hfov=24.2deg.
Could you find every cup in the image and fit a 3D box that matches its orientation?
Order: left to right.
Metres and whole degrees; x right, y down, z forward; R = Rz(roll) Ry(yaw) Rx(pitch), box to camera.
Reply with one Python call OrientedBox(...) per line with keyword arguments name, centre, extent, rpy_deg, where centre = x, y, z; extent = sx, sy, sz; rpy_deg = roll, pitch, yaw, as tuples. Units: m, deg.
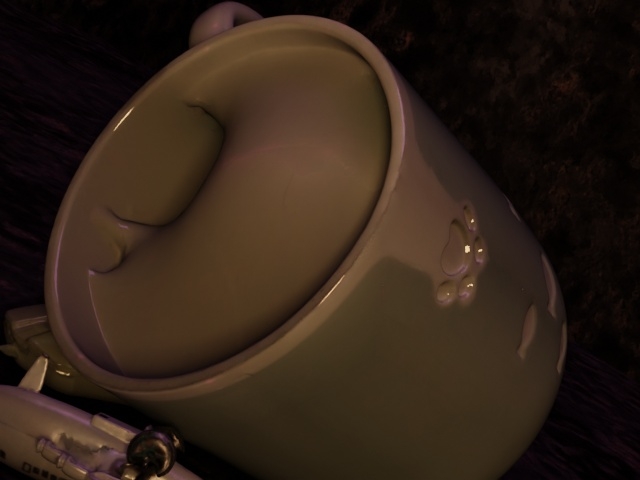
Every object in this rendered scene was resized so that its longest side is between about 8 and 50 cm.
OrientedBox(name="cup", centre=(0.000, 0.000, 1.000), extent=(0.274, 0.259, 0.357), rpy_deg=(43, 26, -43))

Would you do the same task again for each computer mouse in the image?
OrientedBox(name="computer mouse", centre=(-0.147, 0.074, 1.027), extent=(0.089, 0.056, 0.181), rpy_deg=(30, 8, 40))

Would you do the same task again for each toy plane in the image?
OrientedBox(name="toy plane", centre=(-0.116, 0.121, 0.819), extent=(0.171, 0.065, 0.162), rpy_deg=(34, -3, 2))
